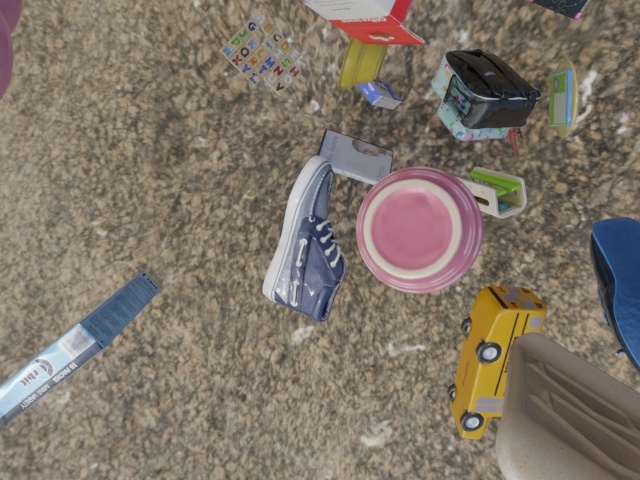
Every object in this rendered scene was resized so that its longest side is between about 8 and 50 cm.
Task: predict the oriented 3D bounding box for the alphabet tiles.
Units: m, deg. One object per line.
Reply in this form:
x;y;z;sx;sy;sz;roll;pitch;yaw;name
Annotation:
-0.183;-0.613;1.630;0.237;0.009;0.198;43;79;-15;alphabet tiles

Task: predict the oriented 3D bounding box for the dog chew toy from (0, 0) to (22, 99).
-0.414;-0.265;0.500;0.206;0.332;0.206;-3;148;-2;dog chew toy

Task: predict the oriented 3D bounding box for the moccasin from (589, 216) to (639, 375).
0.527;0.103;0.783;0.138;0.342;0.117;-3;131;21;moccasin

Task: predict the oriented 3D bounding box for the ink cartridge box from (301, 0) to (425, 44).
0.024;-0.321;0.573;0.231;0.134;0.078;19;98;-38;ink cartridge box

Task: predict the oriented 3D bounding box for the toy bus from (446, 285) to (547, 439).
0.369;0.267;1.046;0.130;0.108;0.332;2;112;-5;toy bus

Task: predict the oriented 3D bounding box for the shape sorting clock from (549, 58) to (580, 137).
0.663;-0.384;1.319;0.040;0.206;0.206;-4;103;6;shape sorting clock

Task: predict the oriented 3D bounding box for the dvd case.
0.117;-0.277;1.626;0.253;0.180;0.022;17;142;-4;dvd case

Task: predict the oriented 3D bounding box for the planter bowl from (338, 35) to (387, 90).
0.126;-0.497;1.309;0.090;0.217;0.217;21;103;4;planter bowl

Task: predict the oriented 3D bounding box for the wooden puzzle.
0.312;0.236;0.455;0.322;0.348;0.080;33;106;19;wooden puzzle

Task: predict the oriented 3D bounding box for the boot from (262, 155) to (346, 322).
0.000;0.000;0.586;0.086;0.069;0.190;23;105;20;boot

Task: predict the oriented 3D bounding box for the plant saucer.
0.240;-0.028;1.246;0.332;0.084;0.332;0;89;25;plant saucer

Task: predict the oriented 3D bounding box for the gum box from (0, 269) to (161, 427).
-0.295;0.122;0.601;0.157;0.184;0.041;-37;100;10;gum box

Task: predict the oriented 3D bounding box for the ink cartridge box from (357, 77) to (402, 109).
0.204;-0.507;1.662;0.046;0.207;0.097;-38;81;28;ink cartridge box

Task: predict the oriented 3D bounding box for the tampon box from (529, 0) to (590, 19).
0.425;-0.495;0.881;0.161;0.101;0.120;0;135;-30;tampon box

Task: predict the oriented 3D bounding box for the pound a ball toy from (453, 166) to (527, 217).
0.539;-0.156;1.729;0.208;0.319;0.136;-20;112;-13;pound a ball toy

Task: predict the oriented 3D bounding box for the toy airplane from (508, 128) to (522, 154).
0.633;-0.355;1.602;0.028;0.151;0.151;-4;107;44;toy airplane

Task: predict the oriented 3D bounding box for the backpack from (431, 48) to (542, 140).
0.421;-0.394;1.297;0.225;0.253;0.191;-9;147;-23;backpack
